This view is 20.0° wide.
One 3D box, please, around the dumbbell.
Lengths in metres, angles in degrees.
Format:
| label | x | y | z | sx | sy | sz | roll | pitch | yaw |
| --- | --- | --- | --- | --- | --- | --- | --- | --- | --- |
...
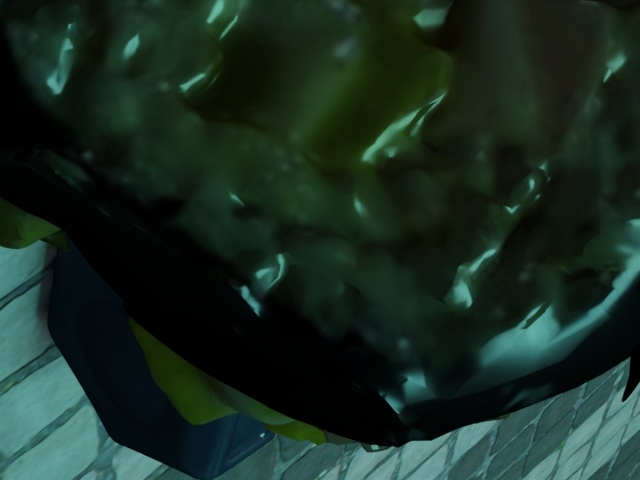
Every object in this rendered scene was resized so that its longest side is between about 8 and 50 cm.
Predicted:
| label | x | y | z | sx | sy | sz | roll | pitch | yaw |
| --- | --- | --- | --- | --- | --- | --- | --- | --- | --- |
| dumbbell | 0.001 | 0.000 | 1.043 | 0.316 | 0.156 | 0.143 | -33 | 123 | -36 |

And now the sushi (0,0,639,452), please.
| label | x | y | z | sx | sy | sz | roll | pitch | yaw |
| --- | --- | --- | --- | --- | --- | --- | --- | --- | --- |
| sushi | 0.014 | -0.084 | 0.736 | 0.328 | 0.328 | 0.285 | -59 | 174 | -10 |
